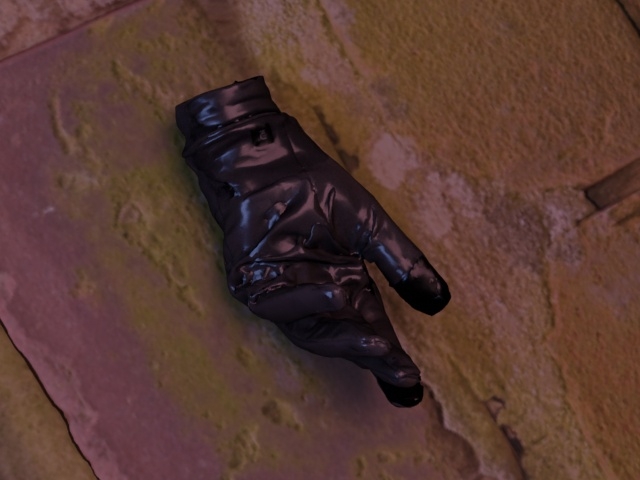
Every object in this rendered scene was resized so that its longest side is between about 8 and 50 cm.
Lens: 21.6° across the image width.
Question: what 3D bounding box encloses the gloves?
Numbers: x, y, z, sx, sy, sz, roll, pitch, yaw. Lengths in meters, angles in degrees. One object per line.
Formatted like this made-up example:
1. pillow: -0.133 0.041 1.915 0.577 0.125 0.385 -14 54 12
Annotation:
1. gloves: -0.004 0.000 1.227 0.142 0.119 0.285 -25 69 -18
